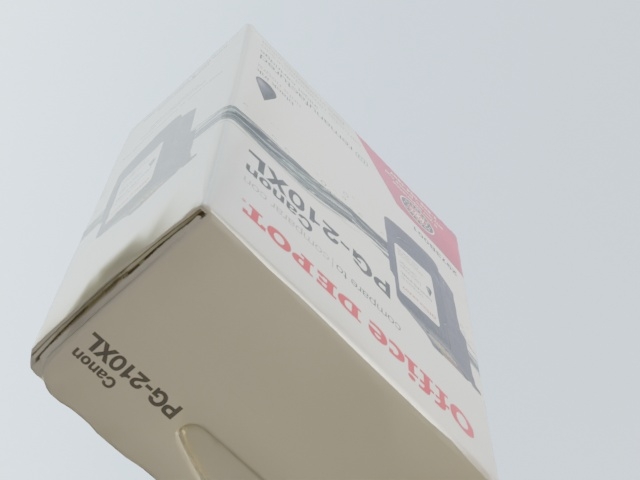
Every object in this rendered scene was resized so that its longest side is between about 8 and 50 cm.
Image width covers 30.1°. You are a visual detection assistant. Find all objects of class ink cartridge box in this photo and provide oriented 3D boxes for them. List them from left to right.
[{"bbox_3d":[-0.016,0.022,0.548,0.100,0.237,0.172,-40,-71,18],"label":"ink cartridge box"}]
